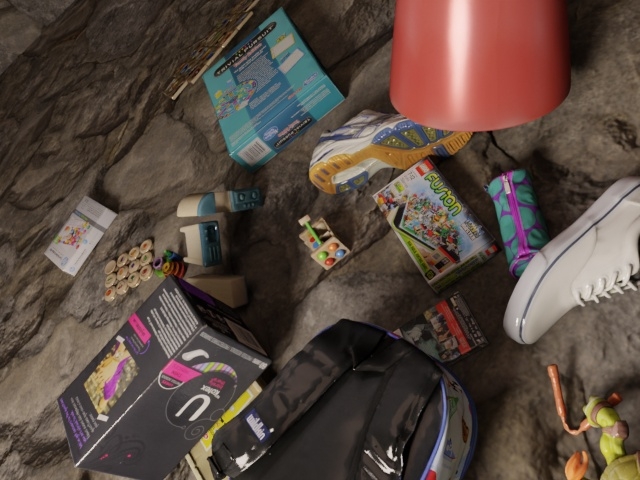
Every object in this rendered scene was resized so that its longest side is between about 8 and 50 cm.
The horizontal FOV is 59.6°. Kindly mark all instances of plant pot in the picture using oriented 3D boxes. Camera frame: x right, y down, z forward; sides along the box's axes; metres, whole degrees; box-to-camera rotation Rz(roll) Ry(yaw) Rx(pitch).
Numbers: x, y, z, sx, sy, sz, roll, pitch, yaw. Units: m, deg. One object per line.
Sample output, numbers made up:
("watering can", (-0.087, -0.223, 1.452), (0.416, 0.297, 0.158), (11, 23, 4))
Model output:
("plant pot", (0.227, -0.329, 0.805), (0.275, 0.243, 0.274), (-7, 40, 6))

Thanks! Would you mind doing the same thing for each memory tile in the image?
("memory tile", (-0.432, 0.066, 1.257), (0.148, 0.012, 0.113), (-29, 49, 19))

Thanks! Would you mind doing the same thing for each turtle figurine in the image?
("turtle figurine", (0.330, 0.229, 0.538), (0.218, 0.087, 0.269), (-20, 52, 25))

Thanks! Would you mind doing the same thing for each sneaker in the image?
("sneaker", (0.110, -0.185, 0.954), (0.297, 0.112, 0.130), (-14, 50, 26))
("sneaker", (0.327, 0.031, 0.664), (0.258, 0.094, 0.091), (-48, 41, -1))

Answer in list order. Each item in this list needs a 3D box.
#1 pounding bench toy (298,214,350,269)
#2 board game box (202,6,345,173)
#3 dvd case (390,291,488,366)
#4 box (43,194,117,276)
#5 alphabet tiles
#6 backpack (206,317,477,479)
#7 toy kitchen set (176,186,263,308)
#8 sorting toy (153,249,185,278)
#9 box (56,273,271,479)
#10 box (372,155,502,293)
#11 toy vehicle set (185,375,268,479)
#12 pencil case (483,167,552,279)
("pounding bench toy", (0.000, 0.000, 0.931), (0.052, 0.083, 0.065), (-40, 46, 9))
("board game box", (-0.117, -0.342, 1.241), (0.254, 0.079, 0.336), (-36, 47, 13))
("dvd case", (0.160, 0.135, 0.776), (0.120, 0.013, 0.087), (-33, 48, 13))
("box", (-0.614, -0.016, 1.427), (0.145, 0.038, 0.186), (24, 79, 43))
("alphabet tiles", (-0.291, -0.509, 1.473), (0.342, 0.011, 0.285), (-50, 30, -1))
("backpack", (0.053, 0.238, 0.655), (0.277, 0.213, 0.263), (26, 88, 37))
("toy kitchen set", (-0.161, 0.007, 1.063), (0.122, 0.166, 0.206), (0, 99, 37))
("sorting toy", (-0.321, 0.050, 1.165), (0.102, 0.042, 0.061), (17, 74, 42))
("box", (-0.239, 0.215, 0.860), (0.270, 0.165, 0.143), (-48, 45, 1))
("box", (0.171, -0.030, 0.857), (0.114, 0.036, 0.206), (-37, 47, 11))
("toy vehicle set", (-0.158, 0.279, 0.901), (0.166, 0.035, 0.267), (-49, 46, 0))
("pencil case", (0.271, -0.024, 0.757), (0.065, 0.070, 0.151), (-23, 51, 27))
